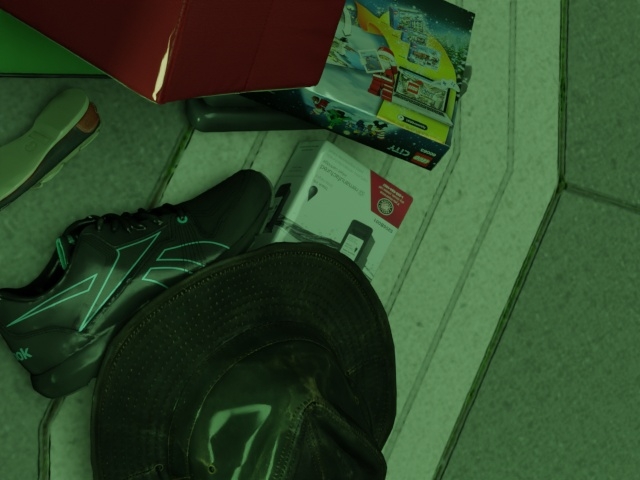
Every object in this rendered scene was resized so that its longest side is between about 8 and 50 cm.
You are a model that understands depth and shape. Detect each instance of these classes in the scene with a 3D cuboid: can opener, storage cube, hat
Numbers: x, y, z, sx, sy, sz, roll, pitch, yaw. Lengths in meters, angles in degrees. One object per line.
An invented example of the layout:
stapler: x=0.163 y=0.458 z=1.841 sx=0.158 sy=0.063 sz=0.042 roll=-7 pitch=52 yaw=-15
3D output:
can opener: x=0.011 y=-0.155 z=1.116 sx=0.283 sy=0.076 sz=0.095 roll=-4 pitch=62 yaw=-26
storage cube: x=-0.092 y=-0.225 z=0.856 sx=0.184 sy=0.215 sz=0.193 roll=-17 pitch=133 yaw=-52
hat: x=-0.033 y=0.174 z=1.010 sx=0.331 sy=0.134 sz=0.331 roll=-13 pitch=118 yaw=-27

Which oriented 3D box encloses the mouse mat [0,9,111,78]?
mouse mat: x=-0.224 y=-0.213 z=1.020 sx=0.190 sy=0.007 sz=0.152 roll=-3 pitch=93 yaw=-27

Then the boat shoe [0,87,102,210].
boat shoe: x=-0.235 y=-0.066 z=1.000 sx=0.137 sy=0.049 sz=0.043 roll=-49 pitch=150 yaw=-16

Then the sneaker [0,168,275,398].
sneaker: x=-0.152 y=0.014 z=1.013 sx=0.267 sy=0.101 sz=0.106 roll=-41 pitch=106 yaw=-19

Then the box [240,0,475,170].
box: x=0.013 y=-0.173 z=1.052 sx=0.233 sy=0.044 sz=0.159 roll=21 pitch=56 yaw=-10

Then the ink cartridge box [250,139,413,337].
ink cartridge box: x=0.000 y=0.000 z=1.107 sx=0.109 sy=0.063 sz=0.150 roll=32 pitch=78 yaw=-24
